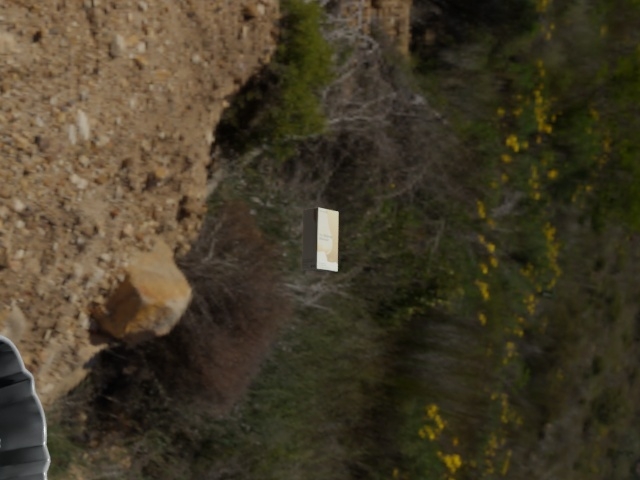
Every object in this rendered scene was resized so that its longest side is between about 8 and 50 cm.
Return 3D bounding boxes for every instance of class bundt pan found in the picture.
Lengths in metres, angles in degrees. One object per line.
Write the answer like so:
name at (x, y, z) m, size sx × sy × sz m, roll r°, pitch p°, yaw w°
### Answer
bundt pan at (-0.492, 0.275, 1.239) m, size 0.331 × 0.124 × 0.331 m, roll -12°, pitch 90°, yaw -82°

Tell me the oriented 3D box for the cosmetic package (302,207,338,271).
cosmetic package at (0.000, 0.000, 1.742) m, size 0.060 × 0.041 × 0.115 m, roll 8°, pitch 80°, yaw -46°
